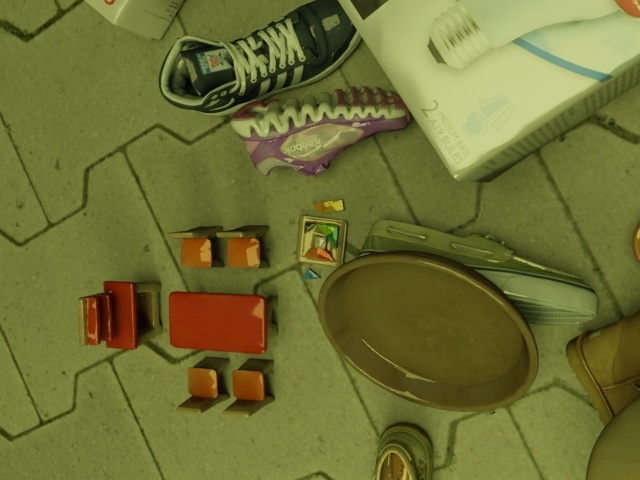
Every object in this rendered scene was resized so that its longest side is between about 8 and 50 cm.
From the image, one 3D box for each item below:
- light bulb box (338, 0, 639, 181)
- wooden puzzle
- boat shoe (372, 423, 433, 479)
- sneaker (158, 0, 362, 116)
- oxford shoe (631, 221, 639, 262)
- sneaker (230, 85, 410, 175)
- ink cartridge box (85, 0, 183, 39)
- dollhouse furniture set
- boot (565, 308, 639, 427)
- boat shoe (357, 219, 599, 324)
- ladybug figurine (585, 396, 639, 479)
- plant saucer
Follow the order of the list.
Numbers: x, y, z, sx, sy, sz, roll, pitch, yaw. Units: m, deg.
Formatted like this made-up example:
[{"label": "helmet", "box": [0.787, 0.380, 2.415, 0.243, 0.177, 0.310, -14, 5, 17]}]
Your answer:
[{"label": "light bulb box", "box": [0.224, -0.306, 0.785, 0.361, 0.225, 0.357, -35, 82, 20]}, {"label": "wooden puzzle", "box": [0.000, 0.000, 1.002, 0.079, 0.014, 0.116, 1, 95, 20]}, {"label": "boat shoe", "box": [0.102, 0.395, 0.957, 0.105, 0.089, 0.285, -3, 94, 19]}, {"label": "sneaker", "box": [-0.081, -0.245, 0.936, 0.282, 0.153, 0.099, -23, 87, 20]}, {"label": "oxford shoe", "box": [0.521, 0.054, 0.757, 0.364, 0.133, 0.129, 22, 102, 17]}, {"label": "sneaker", "box": [0.004, -0.140, 0.954, 0.237, 0.095, 0.104, -6, 116, 9]}, {"label": "ink cartridge box", "box": [-0.256, -0.458, 1.000, 0.201, 0.117, 0.278, 40, 107, 12]}, {"label": "dollhouse furniture set", "box": [-0.195, 0.113, 1.016, 0.259, 0.135, 0.261, 0, 94, 20]}, {"label": "boot", "box": [0.421, 0.152, 0.758, 0.236, 0.089, 0.269, 56, 139, 8]}, {"label": "boat shoe", "box": [0.190, 0.034, 0.889, 0.303, 0.109, 0.094, 10, 71, 16]}, {"label": "ladybug figurine", "box": [0.453, 0.333, 0.663, 0.449, 0.162, 0.305, 42, 109, 1]}, {"label": "plant saucer", "box": [0.130, 0.111, 0.880, 0.278, 0.041, 0.277, 17, 137, 16]}]
